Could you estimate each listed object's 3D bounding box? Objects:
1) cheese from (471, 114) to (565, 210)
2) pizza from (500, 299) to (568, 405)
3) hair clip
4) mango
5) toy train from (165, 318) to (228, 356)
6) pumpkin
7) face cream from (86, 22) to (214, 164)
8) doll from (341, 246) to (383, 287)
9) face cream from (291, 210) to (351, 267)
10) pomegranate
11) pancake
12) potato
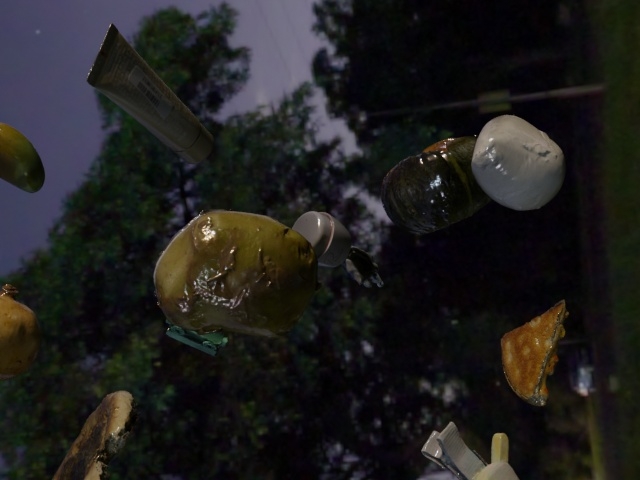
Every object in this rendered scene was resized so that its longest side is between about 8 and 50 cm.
[{"bbox_3d":[0.383,-0.146,1.753,0.154,0.189,0.198,-61,-5,26],"label":"cheese"},{"bbox_3d":[0.359,0.170,1.491,0.176,0.036,0.185,-64,17,10],"label":"pizza"},{"bbox_3d":[0.287,0.411,1.582,0.218,0.159,0.071,47,150,1],"label":"hair clip"},{"bbox_3d":[-0.700,-0.188,2.036,0.195,0.130,0.092,50,-142,1],"label":"mango"},{"bbox_3d":[-0.329,0.244,2.371,0.099,0.172,0.070,-53,14,58],"label":"toy train"},{"bbox_3d":[0.292,-0.136,2.194,0.192,0.320,0.320,66,-166,-5],"label":"pumpkin"},{"bbox_3d":[-0.338,-0.277,1.818,0.341,0.084,0.137,46,-126,-50],"label":"face cream"},{"bbox_3d":[0.082,0.048,2.164,0.195,0.070,0.096,41,-135,-15],"label":"doll"},{"bbox_3d":[0.000,0.000,1.928,0.104,0.117,0.117,26,-129,-37],"label":"face cream"},{"bbox_3d":[-0.655,0.184,1.828,0.196,0.196,0.196,-7,-90,-78],"label":"pomegranate"},{"bbox_3d":[-0.511,0.491,1.953,0.071,0.382,0.382,33,-147,-17],"label":"pancake"},{"bbox_3d":[-0.140,0.066,1.670,0.196,0.299,0.246,7,101,57],"label":"potato"}]
